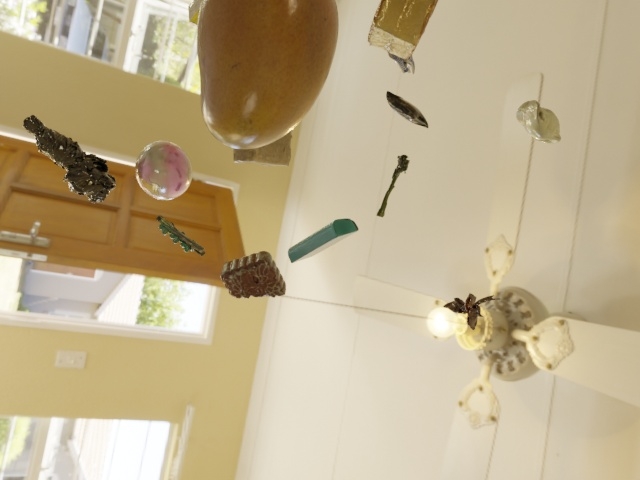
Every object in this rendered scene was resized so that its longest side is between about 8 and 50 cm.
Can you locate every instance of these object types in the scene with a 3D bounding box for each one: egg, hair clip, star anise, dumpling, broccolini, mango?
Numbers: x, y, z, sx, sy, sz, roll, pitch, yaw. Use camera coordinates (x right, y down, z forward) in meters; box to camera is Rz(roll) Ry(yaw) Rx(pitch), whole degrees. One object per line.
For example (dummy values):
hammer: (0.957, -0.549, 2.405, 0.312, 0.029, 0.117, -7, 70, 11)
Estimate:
egg: (-0.540, -0.240, 1.696, 0.271, 0.197, 0.196, -174, -84, -80)
hair clip: (-0.414, -0.008, 1.449, 0.049, 0.173, 0.049, -52, 180, 0)
star anise: (0.559, 0.226, 1.803, 0.144, 0.140, 0.158, -46, 173, -34)
dumpling: (0.727, -0.390, 1.666, 0.134, 0.170, 0.099, 17, -92, 62)
broccolini: (0.283, -0.206, 1.887, 0.071, 0.058, 0.254, 2, 107, -73)
mango: (-0.109, -0.352, 0.927, 0.221, 0.264, 0.377, -37, 149, -70)

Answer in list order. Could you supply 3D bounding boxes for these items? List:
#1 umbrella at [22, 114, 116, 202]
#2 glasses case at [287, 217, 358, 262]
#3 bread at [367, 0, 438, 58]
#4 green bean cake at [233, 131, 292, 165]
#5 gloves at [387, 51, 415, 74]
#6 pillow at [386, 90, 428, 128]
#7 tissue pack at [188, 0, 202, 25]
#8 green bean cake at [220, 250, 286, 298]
umbrella: (-0.855, -0.266, 1.666, 0.154, 0.337, 0.128, -50, -156, 7)
glasses case: (0.001, -0.001, 1.843, 0.301, 0.117, 0.070, -32, -102, 47)
bread: (0.328, -0.892, 1.947, 0.279, 0.207, 0.278, -88, -161, -85)
green bean cake: (-0.160, -0.265, 1.375, 0.085, 0.179, 0.109, 7, -84, 31)
gloves: (0.355, -0.837, 2.211, 0.097, 0.229, 0.119, -4, -130, 48)
pillow: (0.265, -0.402, 1.524, 0.150, 0.091, 0.048, 49, -54, 31)
tissue pack: (-0.455, -0.945, 1.964, 0.176, 0.062, 0.095, -32, -121, 38)
green bean cake: (-0.282, 0.159, 2.043, 0.097, 0.233, 0.198, -91, 164, -58)
